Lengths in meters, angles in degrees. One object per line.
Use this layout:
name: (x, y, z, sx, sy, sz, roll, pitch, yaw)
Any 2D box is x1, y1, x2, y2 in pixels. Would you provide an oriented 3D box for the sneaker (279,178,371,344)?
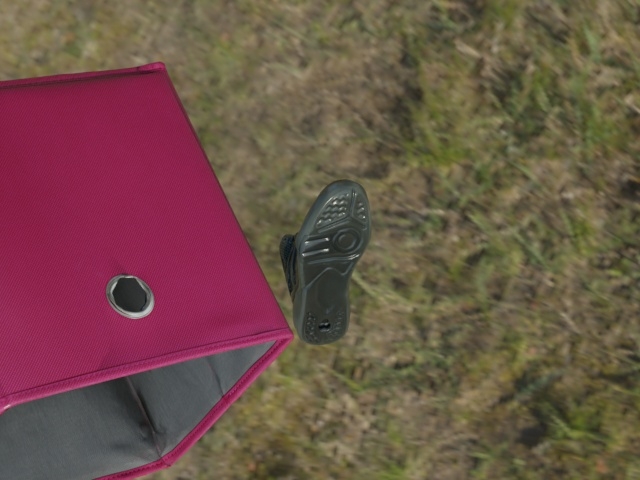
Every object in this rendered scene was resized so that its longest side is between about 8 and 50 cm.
sneaker: (0.000, 0.000, 1.871, 0.087, 0.227, 0.130, -6, 43, -14)

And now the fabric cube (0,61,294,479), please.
fabric cube: (-0.220, 0.044, 1.254, 0.259, 0.254, 0.258, -47, 62, 47)
